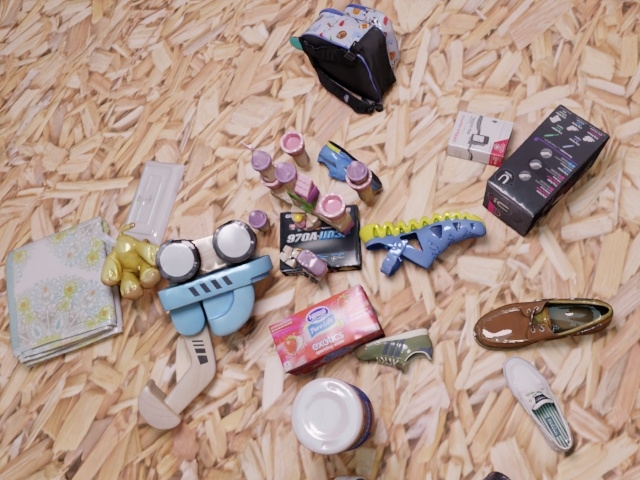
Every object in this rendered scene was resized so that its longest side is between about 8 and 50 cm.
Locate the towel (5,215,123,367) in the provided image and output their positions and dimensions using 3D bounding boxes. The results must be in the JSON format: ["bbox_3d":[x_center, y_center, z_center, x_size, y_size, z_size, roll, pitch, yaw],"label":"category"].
[{"bbox_3d":[-0.751,0.146,1.568,0.320,0.090,0.375,-19,68,3],"label":"towel"}]

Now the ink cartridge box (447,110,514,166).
[{"bbox_3d":[0.427,-0.274,1.437,0.150,0.063,0.109,17,77,18],"label":"ink cartridge box"}]

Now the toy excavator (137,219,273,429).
[{"bbox_3d":[-0.301,0.210,1.374,0.432,0.222,0.446,-19,91,-7],"label":"toy excavator"}]

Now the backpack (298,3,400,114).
[{"bbox_3d":[0.081,-0.538,1.513,0.263,0.276,0.213,28,75,27],"label":"backpack"}]

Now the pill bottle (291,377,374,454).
[{"bbox_3d":[0.040,0.392,1.192,0.152,0.272,0.153,-4,71,13],"label":"pill bottle"}]

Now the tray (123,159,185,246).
[{"bbox_3d":[-0.517,-0.122,1.630,0.145,0.030,0.271,8,74,17],"label":"tray"}]

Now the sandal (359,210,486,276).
[{"bbox_3d":[0.262,0.011,1.359,0.317,0.126,0.138,-12,73,18],"label":"sandal"}]

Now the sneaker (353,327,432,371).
[{"bbox_3d":[0.183,0.280,1.307,0.192,0.064,0.086,-17,64,4],"label":"sneaker"}]

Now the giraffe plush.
[{"bbox_3d":[-0.514,0.063,1.497,0.181,0.170,0.210,-41,79,-7],"label":"giraffe plush"}]

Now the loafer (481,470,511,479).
[{"bbox_3d":[0.319,0.634,1.158,0.109,0.095,0.302,42,89,-8],"label":"loafer"}]

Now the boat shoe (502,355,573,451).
[{"bbox_3d":[0.495,0.360,1.201,0.083,0.076,0.226,-32,68,1],"label":"boat shoe"}]

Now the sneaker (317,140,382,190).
[{"bbox_3d":[0.079,-0.192,1.499,0.209,0.069,0.082,40,108,17],"label":"sneaker"}]

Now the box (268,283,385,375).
[{"bbox_3d":[0.017,0.227,1.334,0.256,0.123,0.128,-25,67,4],"label":"box"}]

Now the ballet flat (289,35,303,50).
[{"bbox_3d":[-0.044,-0.617,1.684,0.114,0.041,0.041,30,81,20],"label":"ballet flat"}]

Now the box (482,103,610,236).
[{"bbox_3d":[0.545,-0.168,1.318,0.270,0.165,0.143,-46,68,-5],"label":"box"}]

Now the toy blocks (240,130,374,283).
[{"bbox_3d":[-0.057,-0.113,1.336,0.288,0.260,0.309,30,81,22],"label":"toy blocks"}]

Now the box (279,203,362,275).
[{"bbox_3d":[0.000,0.000,1.454,0.220,0.051,0.175,-5,71,12],"label":"box"}]

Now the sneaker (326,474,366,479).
[{"bbox_3d":[0.068,0.678,1.203,0.123,0.105,0.290,-18,74,45],"label":"sneaker"}]

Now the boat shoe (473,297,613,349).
[{"bbox_3d":[0.510,0.181,1.242,0.307,0.104,0.111,-14,69,9],"label":"boat shoe"}]
